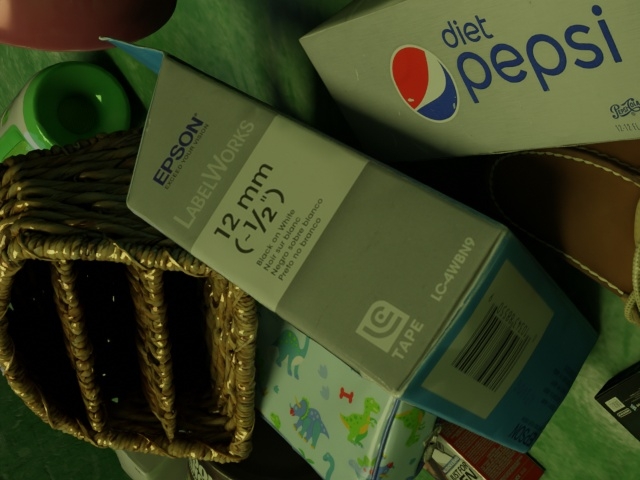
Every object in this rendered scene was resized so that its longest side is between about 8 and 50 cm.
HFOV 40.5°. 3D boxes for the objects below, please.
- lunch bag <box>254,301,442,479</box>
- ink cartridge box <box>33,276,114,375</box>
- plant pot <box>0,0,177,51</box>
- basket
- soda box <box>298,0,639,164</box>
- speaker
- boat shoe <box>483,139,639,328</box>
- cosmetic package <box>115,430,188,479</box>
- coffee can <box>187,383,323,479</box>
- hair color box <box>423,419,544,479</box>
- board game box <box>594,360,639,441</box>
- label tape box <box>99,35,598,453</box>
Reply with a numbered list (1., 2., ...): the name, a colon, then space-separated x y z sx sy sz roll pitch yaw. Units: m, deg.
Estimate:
1. lunch bag: 0.020 0.116 0.808 0.219 0.090 0.176 35 121 41
2. ink cartridge box: -0.272 0.077 1.188 0.197 0.114 0.273 9 140 12
3. plant pot: -0.197 -0.267 0.633 0.201 0.201 0.180 38 136 23
4. basket: -0.196 0.081 0.812 0.223 0.213 0.299 56 152 37
5. soda box: 0.113 -0.109 0.437 0.286 0.091 0.098 1 127 58
6. speaker: -0.330 -0.131 1.076 0.131 0.131 0.296 57 154 -13
7. boat shoe: 0.208 0.014 0.415 0.324 0.120 0.122 25 144 42
8. cosmetic package: -0.164 0.228 1.161 0.085 0.231 0.117 39 151 23
9. coffee can: -0.062 0.271 1.048 0.201 0.201 0.275 38 143 24
10. hair color box: 0.129 0.198 0.861 0.167 0.053 0.093 44 153 17
11. board game box: 0.271 0.113 0.552 0.126 0.026 0.186 45 153 10
12. label tape box: 0.000 0.000 0.621 0.348 0.115 0.249 29 178 33
